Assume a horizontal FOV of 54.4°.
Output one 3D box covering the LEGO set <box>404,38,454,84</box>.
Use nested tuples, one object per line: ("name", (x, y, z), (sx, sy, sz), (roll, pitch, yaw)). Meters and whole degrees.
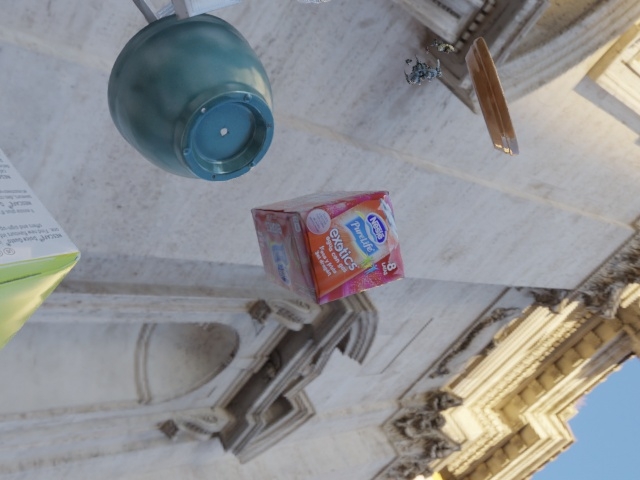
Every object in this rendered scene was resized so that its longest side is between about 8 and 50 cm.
("LEGO set", (0.135, -0.221, 0.797), (0.083, 0.054, 0.023), (109, -16, -65))

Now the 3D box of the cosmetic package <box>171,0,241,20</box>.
("cosmetic package", (-0.211, -0.476, 0.966), (0.060, 0.099, 0.238), (18, -51, 53))

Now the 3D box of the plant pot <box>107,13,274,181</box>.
("plant pot", (-0.201, -0.224, 1.102), (0.196, 0.293, 0.293), (49, -62, 40))

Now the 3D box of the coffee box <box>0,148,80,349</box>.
("coffee box", (-0.476, 0.019, 0.463), (0.337, 0.338, 0.334), (-44, -99, 18))

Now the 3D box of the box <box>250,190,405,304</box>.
("box", (0.000, 0.000, 0.886), (0.257, 0.128, 0.122), (-169, -115, -70))

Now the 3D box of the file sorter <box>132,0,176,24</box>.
("file sorter", (-0.309, -0.538, 1.198), (0.173, 0.192, 0.277), (-36, -150, 2))

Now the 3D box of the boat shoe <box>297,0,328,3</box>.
("boat shoe", (-0.026, -0.461, 1.099), (0.096, 0.277, 0.098), (-11, -87, 35))

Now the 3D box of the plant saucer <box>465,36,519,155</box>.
("plant saucer", (0.277, -0.230, 1.017), (0.037, 0.200, 0.199), (-19, -110, 16))
